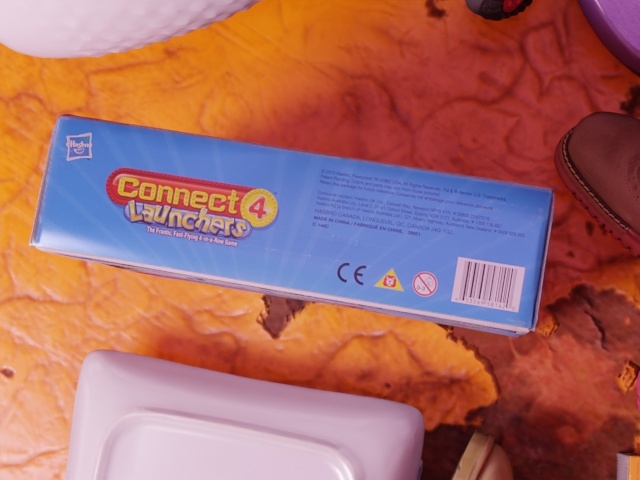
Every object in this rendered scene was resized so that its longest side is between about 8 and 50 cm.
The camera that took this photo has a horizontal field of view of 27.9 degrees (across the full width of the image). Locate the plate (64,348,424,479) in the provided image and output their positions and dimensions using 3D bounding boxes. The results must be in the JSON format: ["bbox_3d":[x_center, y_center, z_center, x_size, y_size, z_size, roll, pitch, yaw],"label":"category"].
[{"bbox_3d":[-0.078,0.239,0.977,0.278,0.045,0.277,9,85,9],"label":"plate"}]

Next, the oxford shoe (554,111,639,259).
[{"bbox_3d":[0.331,-0.023,0.913,0.348,0.130,0.123,29,49,22],"label":"oxford shoe"}]

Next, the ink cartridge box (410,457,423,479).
[{"bbox_3d":[-0.048,0.251,1.018,0.224,0.045,0.223,13,87,10],"label":"ink cartridge box"}]

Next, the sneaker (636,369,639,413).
[{"bbox_3d":[0.387,0.122,0.937,0.299,0.112,0.121,-4,85,7],"label":"sneaker"}]

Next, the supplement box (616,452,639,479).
[{"bbox_3d":[0.254,0.178,0.957,0.062,0.098,0.036,2,83,9],"label":"supplement box"}]

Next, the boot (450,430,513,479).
[{"bbox_3d":[0.206,0.287,0.967,0.269,0.089,0.236,15,98,8],"label":"boot"}]

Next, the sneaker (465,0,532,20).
[{"bbox_3d":[0.133,-0.299,1.022,0.125,0.104,0.262,7,81,22],"label":"sneaker"}]

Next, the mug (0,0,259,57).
[{"bbox_3d":[-0.137,-0.325,0.984,0.328,0.276,0.374,-28,52,12],"label":"mug"}]

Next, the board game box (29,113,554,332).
[{"bbox_3d":[0.000,0.000,0.902,0.308,0.302,0.086,9,87,8],"label":"board game box"}]

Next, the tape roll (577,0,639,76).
[{"bbox_3d":[0.325,-0.239,0.965,0.274,0.090,0.275,0,93,6],"label":"tape roll"}]
